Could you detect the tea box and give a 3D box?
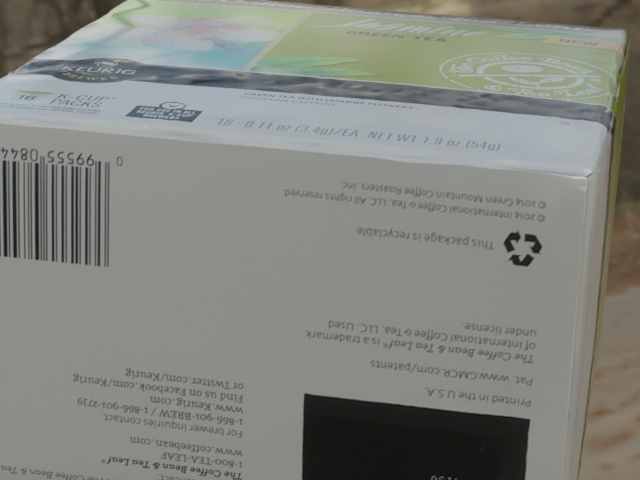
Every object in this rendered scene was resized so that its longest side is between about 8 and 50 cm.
[{"bbox_3d":[0.000,0.000,0.984,0.329,0.220,0.323,6,19,10],"label":"tea box"}]
